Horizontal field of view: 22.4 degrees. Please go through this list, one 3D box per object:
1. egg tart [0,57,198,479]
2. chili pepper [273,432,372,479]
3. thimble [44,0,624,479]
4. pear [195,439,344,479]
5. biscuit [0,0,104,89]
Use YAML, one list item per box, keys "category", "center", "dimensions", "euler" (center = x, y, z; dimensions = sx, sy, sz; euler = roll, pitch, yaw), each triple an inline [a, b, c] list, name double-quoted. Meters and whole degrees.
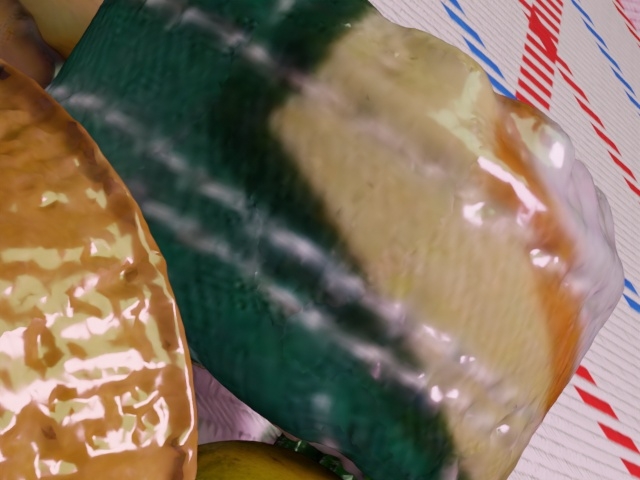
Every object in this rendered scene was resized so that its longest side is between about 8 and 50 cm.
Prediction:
- category: "egg tart"
  center: [-0.149, 0.044, 0.419]
  dimensions: [0.147, 0.202, 0.202]
  euler: [-7, 70, -58]
- category: "chili pepper"
  center: [0.038, 0.144, 0.891]
  dimensions: [0.279, 0.065, 0.122]
  euler: [-5, 78, -65]
- category: "thimble"
  center: [0.000, 0.000, 0.724]
  dimensions: [0.254, 0.167, 0.288]
  euler: [31, -6, 24]
- category: "pear"
  center: [-0.042, 0.146, 0.646]
  dimensions: [0.141, 0.104, 0.141]
  euler: [-16, 110, -51]
- category: "biscuit"
  center: [-0.134, -0.136, 0.855]
  dimensions: [0.164, 0.047, 0.208]
  euler: [64, 21, 2]
